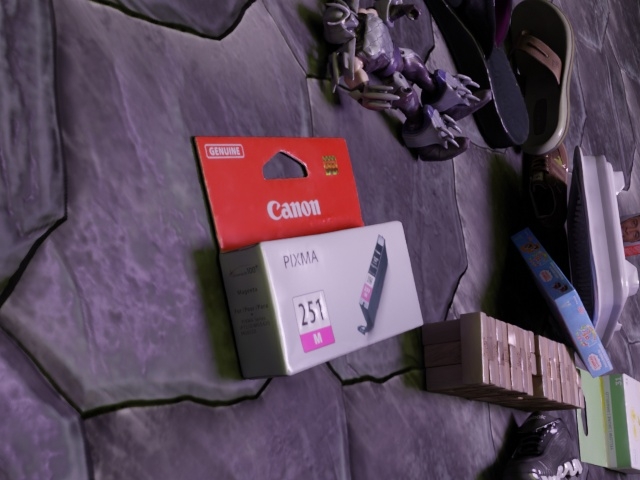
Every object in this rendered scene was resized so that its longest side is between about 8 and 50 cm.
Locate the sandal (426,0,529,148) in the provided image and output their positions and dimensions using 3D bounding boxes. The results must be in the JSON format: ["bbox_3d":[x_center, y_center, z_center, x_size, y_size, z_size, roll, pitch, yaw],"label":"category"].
[{"bbox_3d":[0.257,-0.362,1.355,0.445,0.107,0.167,62,37,-20],"label":"sandal"}]

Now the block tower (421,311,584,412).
[{"bbox_3d":[0.255,0.175,1.181,0.335,0.097,0.091,24,60,-51],"label":"block tower"}]

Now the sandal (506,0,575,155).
[{"bbox_3d":[0.375,-0.297,1.501,0.086,0.120,0.302,17,64,-36],"label":"sandal"}]

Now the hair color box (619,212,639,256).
[{"bbox_3d":[0.589,-0.008,1.672,0.043,0.141,0.072,35,51,-44],"label":"hair color box"}]

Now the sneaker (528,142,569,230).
[{"bbox_3d":[0.394,-0.114,1.497,0.071,0.066,0.188,12,69,-55],"label":"sneaker"}]

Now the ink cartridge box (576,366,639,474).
[{"bbox_3d":[0.530,0.325,1.552,0.235,0.056,0.171,27,58,-50],"label":"ink cartridge box"}]

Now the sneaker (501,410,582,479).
[{"bbox_3d":[0.308,0.299,1.229,0.234,0.078,0.106,11,67,-57],"label":"sneaker"}]

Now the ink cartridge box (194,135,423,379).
[{"bbox_3d":[0.000,0.000,0.909,0.275,0.060,0.239,-10,88,-56],"label":"ink cartridge box"}]

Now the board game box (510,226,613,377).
[{"bbox_3d":[0.371,0.091,1.334,0.160,0.039,0.211,58,8,-25],"label":"board game box"}]

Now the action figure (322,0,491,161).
[{"bbox_3d":[0.098,-0.219,1.093,0.285,0.099,0.185,34,61,-40],"label":"action figure"}]

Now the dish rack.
[{"bbox_3d":[0.462,0.025,1.427,0.333,0.072,0.285,63,24,-65],"label":"dish rack"}]
